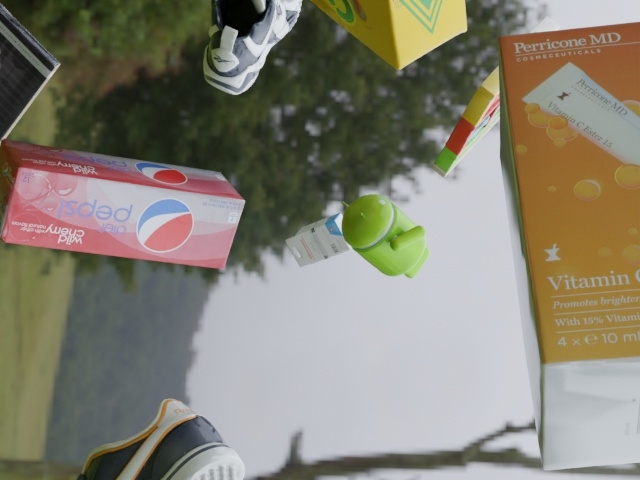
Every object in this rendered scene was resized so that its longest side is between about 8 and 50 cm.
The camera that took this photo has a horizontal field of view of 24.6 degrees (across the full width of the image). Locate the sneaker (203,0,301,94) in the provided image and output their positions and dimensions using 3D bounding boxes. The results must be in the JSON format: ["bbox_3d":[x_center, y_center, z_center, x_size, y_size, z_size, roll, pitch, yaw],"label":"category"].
[{"bbox_3d":[-0.081,-0.320,1.907,0.235,0.094,0.153,-58,173,-25],"label":"sneaker"}]

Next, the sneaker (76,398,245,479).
[{"bbox_3d":[-0.225,0.318,1.650,0.321,0.126,0.127,-47,-125,7],"label":"sneaker"}]

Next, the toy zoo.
[{"bbox_3d":[0.282,-0.236,2.318,0.192,0.030,0.293,-46,171,-30],"label":"toy zoo"}]

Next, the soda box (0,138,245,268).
[{"bbox_3d":[-0.222,-0.038,1.595,0.083,0.263,0.092,47,-56,54],"label":"soda box"}]

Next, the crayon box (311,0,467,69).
[{"bbox_3d":[-0.005,-0.401,1.544,0.363,0.106,0.313,45,-23,38],"label":"crayon box"}]

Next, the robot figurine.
[{"bbox_3d":[0.069,-0.005,1.604,0.067,0.115,0.101,-54,-146,-5],"label":"robot figurine"}]

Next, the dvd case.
[{"bbox_3d":[-0.450,-0.212,1.900,0.221,0.164,0.018,-46,178,33],"label":"dvd case"}]

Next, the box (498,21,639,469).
[{"bbox_3d":[0.271,-0.005,1.231,0.168,0.215,0.345,79,7,-52],"label":"box"}]

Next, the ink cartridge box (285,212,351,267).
[{"bbox_3d":[0.000,0.000,1.982,0.048,0.083,0.028,61,30,-15],"label":"ink cartridge box"}]
